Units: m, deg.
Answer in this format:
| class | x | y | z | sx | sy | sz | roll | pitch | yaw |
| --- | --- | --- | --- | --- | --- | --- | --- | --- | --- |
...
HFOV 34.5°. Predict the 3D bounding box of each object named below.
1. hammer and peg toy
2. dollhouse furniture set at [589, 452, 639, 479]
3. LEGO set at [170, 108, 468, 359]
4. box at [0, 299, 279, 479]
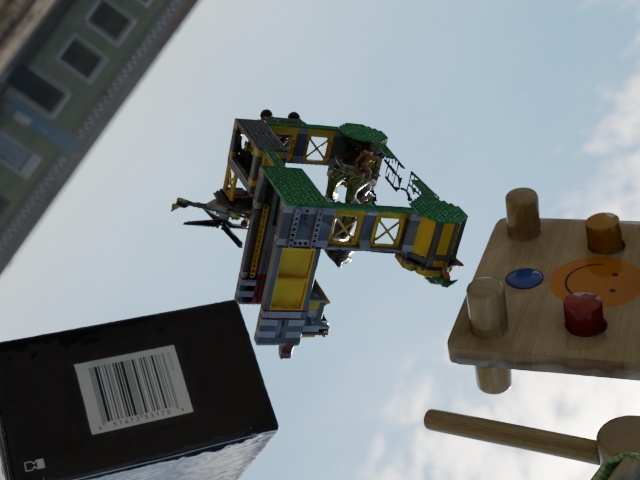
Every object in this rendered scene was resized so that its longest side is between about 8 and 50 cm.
| class | x | y | z | sx | sy | sz | roll | pitch | yaw |
| --- | --- | --- | --- | --- | --- | --- | --- | --- | --- |
| hammer and peg toy | 0.254 | 0.077 | 1.006 | 0.266 | 0.127 | 0.361 | 3 | -147 | 23 |
| dollhouse furniture set | 0.069 | 0.144 | 0.353 | 0.152 | 0.076 | 0.058 | -48 | -157 | -17 |
| LEGO set | 0.000 | 0.000 | 1.159 | 0.331 | 0.255 | 0.192 | 46 | -50 | 50 |
| box | -0.129 | 0.121 | 0.648 | 0.093 | 0.156 | 0.158 | 70 | -27 | 23 |
